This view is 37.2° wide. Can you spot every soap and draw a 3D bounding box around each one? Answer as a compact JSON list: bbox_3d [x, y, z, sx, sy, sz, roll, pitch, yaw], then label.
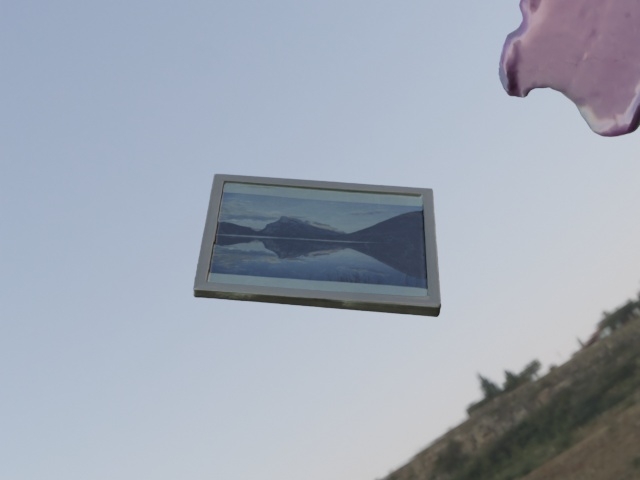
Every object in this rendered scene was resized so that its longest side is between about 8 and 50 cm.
[{"bbox_3d":[0.162,-0.127,0.418,0.203,0.065,0.122,-30,-36,-49],"label":"soap"}]

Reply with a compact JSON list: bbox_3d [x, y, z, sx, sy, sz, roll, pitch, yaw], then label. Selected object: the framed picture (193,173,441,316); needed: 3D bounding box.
[{"bbox_3d":[0.000,0.000,0.821,0.203,0.150,0.015,5,-47,-1],"label":"framed picture"}]
